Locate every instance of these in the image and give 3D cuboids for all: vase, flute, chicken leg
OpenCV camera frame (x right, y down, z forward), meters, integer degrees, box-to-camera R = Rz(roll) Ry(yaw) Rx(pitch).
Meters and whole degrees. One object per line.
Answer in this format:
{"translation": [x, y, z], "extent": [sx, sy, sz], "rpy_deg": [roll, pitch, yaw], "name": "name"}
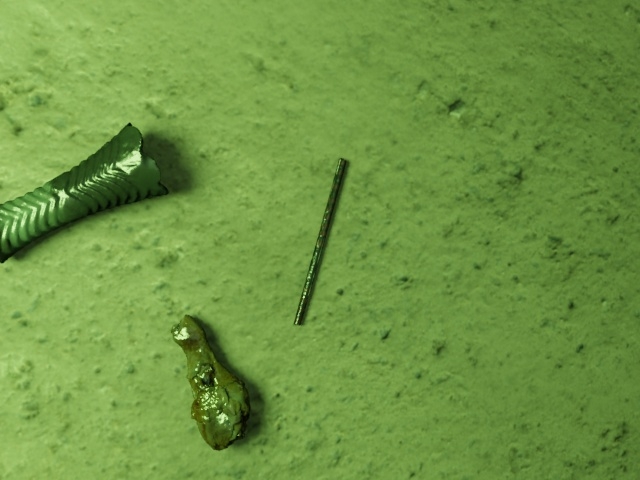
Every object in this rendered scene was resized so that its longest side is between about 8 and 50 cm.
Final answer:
{"translation": [-0.334, -0.058, 1.073], "extent": [0.237, 0.115, 0.115], "rpy_deg": [-29, 99, -14], "name": "vase"}
{"translation": [0.000, 0.000, 1.241], "extent": [0.014, 0.014, 0.270], "rpy_deg": [18, 82, -19], "name": "flute"}
{"translation": [-0.158, 0.198, 1.153], "extent": [0.085, 0.069, 0.198], "rpy_deg": [-23, 90, 4], "name": "chicken leg"}
